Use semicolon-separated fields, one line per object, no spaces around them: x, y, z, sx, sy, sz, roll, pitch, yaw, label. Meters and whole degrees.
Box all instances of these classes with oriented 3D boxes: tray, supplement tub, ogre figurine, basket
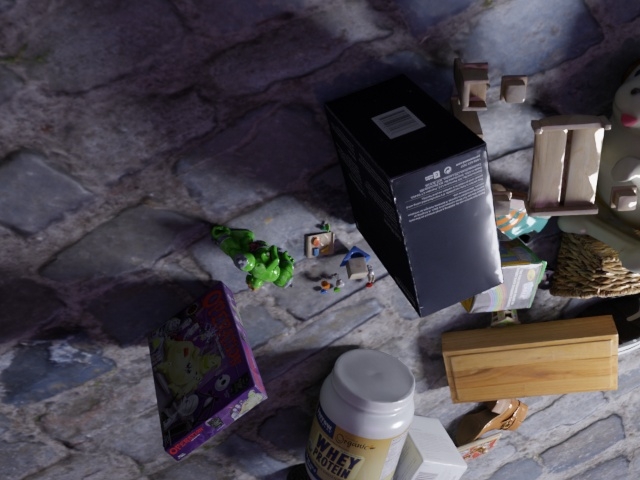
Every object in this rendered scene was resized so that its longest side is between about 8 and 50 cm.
0.523;0.304;1.866;0.411;0.076;0.202;-7;127;12;tray
0.096;0.442;1.793;0.228;0.228;0.316;0;121;-21;supplement tub
-0.127;0.038;1.515;0.097;0.118;0.197;-37;126;6;ogre figurine
0.748;0.075;1.808;0.299;0.213;0.223;-8;123;-15;basket

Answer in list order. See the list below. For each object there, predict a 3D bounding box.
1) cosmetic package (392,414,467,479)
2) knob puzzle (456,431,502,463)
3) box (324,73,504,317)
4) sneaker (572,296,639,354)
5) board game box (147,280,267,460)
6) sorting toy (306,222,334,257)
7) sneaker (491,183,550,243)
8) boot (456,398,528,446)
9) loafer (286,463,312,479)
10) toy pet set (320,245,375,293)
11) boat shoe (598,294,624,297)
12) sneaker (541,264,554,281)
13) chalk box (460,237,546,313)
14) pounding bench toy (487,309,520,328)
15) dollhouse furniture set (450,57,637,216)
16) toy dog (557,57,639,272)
0.257;0.576;1.968;0.152;0.183;0.151;16;115;-28;cosmetic package
0.417;0.612;2.102;0.213;0.030;0.213;-18;149;-11;knob puzzle
0.172;-0.093;1.403;0.179;0.343;0.312;-21;127;-7;box
0.869;0.273;2.010;0.448;0.169;0.257;-23;125;-8;sneaker
-0.234;0.242;1.465;0.208;0.347;0.056;-33;124;2;board game box
0.000;0.000;1.603;0.062;0.012;0.083;-9;124;-15;sorting toy
0.385;-0.057;1.652;0.302;0.108;0.121;11;113;-28;sneaker
0.486;0.515;2.087;0.152;0.073;0.197;23;114;-35;boot
0.013;0.644;1.984;0.220;0.080;0.078;2;120;-22;loafer
0.061;0.063;1.654;0.122;0.065;0.114;-7;158;-13;toy pet set
0.779;0.133;1.965;0.125;0.046;0.038;-18;122;-19;boat shoe
0.528;0.078;1.836;0.109;0.040;0.043;14;117;-27;sneaker
0.423;0.075;1.740;0.213;0.132;0.132;-3;121;-20;chalk box
0.449;0.187;1.868;0.052;0.065;0.083;21;142;-31;pounding bench toy
0.439;-0.220;1.460;0.356;0.173;0.303;-2;125;4;dollhouse furniture set
0.729;-0.189;1.594;0.396;0.284;0.407;-15;124;-11;toy dog
